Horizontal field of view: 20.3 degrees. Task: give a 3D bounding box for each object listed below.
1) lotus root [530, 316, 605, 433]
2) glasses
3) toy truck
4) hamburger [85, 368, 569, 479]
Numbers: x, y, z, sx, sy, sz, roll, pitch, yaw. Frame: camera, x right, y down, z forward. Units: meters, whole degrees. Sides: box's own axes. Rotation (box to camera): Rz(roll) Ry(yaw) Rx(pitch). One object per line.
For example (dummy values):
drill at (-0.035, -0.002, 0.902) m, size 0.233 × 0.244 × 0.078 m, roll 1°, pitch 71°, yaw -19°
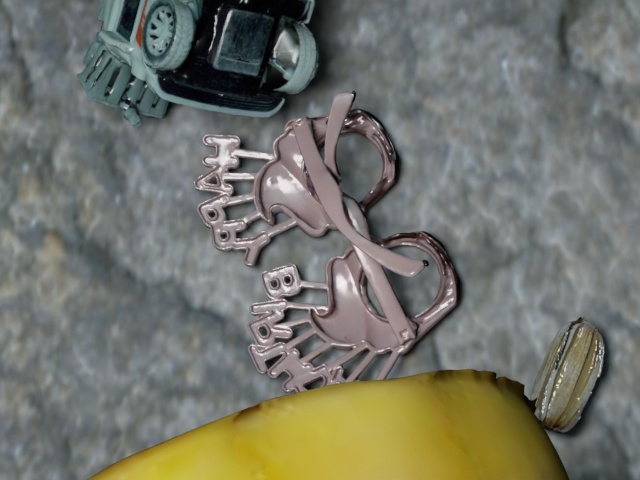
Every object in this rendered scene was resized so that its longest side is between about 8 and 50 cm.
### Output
lotus root at (0.176, 0.096, 1.276) m, size 0.037 × 0.030 × 0.083 m, roll 25°, pitch 84°, yaw -13°
glasses at (-0.004, 0.005, 1.312) m, size 0.162 × 0.095 × 0.255 m, roll -29°, pitch 67°, yaw 9°
toy truck at (-0.077, -0.241, 1.337) m, size 0.184 × 0.133 × 0.338 m, roll 33°, pitch 110°, yaw 50°
hamburger at (0.016, 0.270, 1.074) m, size 0.396 × 0.396 × 0.277 m, roll -22°, pitch 67°, yaw 6°
